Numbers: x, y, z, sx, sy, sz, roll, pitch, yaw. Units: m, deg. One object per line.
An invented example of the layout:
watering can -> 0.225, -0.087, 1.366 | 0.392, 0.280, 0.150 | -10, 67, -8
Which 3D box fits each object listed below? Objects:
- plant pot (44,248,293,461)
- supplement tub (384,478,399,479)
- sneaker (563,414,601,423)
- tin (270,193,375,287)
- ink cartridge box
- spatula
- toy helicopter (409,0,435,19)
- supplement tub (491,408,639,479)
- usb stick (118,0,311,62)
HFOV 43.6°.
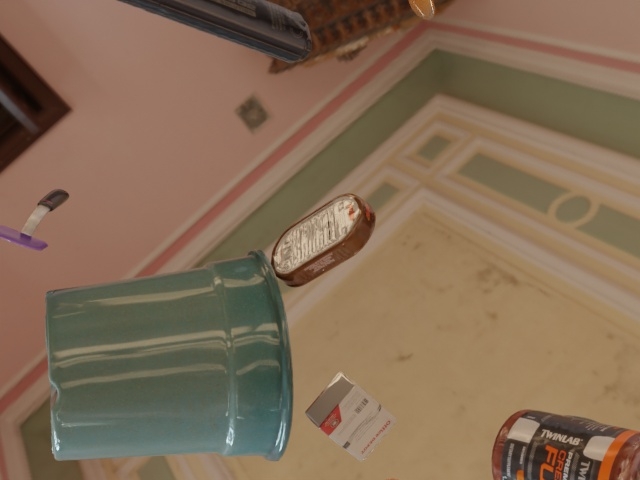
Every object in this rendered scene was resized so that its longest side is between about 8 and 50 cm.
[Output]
plant pot -> -0.248, 0.190, 1.243 | 0.334, 0.341, 0.341 | -2, -153, -19
supplement tub -> 0.039, 0.387, 1.035 | 0.190, 0.117, 0.117 | -39, -151, 31
sneaker -> 0.342, 0.356, 1.161 | 0.295, 0.178, 0.124 | -28, -139, -31
tin -> 0.000, 0.000, 1.215 | 0.189, 0.040, 0.106 | -32, -136, 27
ink cartridge box -> 0.054, 0.307, 1.396 | 0.099, 0.135, 0.056 | -49, -144, -6
spatula -> -0.444, -0.038, 1.263 | 0.296, 0.084, 0.030 | -92, -154, -70
toy helicopter -> 0.129, -0.447, 1.003 | 0.235, 0.355, 0.140 | -57, -157, -10
supplement tub -> 0.276, 0.234, 0.797 | 0.198, 0.106, 0.106 | -1, -132, 52
usb stick -> -0.135, -0.272, 0.915 | 0.045, 0.278, 0.077 | -45, -135, 41
